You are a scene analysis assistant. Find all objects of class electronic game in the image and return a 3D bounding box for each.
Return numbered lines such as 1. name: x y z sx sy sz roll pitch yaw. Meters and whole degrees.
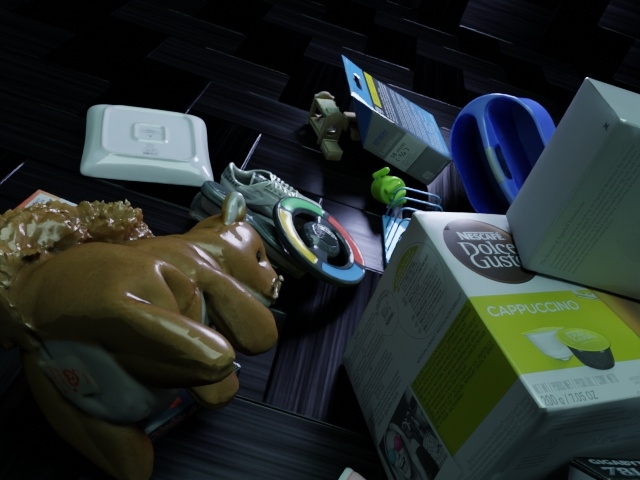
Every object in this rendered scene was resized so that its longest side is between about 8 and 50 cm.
1. electronic game: 0.000 0.000 1.146 0.229 0.048 0.229 33 27 -20

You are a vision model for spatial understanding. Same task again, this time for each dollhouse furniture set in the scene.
1. dollhouse furniture set: 0.073 -0.308 1.563 0.160 0.101 0.182 0 42 -24

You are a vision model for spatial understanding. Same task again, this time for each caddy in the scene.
1. caddy: 0.469 -0.200 1.451 0.179 0.241 0.342 -20 87 -46

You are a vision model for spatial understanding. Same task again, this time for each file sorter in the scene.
1. file sorter: 0.210 -0.023 1.276 0.118 0.105 0.170 13 39 -8

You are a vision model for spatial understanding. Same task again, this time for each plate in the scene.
1. plate: -0.388 -0.229 1.312 0.277 0.045 0.278 4 41 -20

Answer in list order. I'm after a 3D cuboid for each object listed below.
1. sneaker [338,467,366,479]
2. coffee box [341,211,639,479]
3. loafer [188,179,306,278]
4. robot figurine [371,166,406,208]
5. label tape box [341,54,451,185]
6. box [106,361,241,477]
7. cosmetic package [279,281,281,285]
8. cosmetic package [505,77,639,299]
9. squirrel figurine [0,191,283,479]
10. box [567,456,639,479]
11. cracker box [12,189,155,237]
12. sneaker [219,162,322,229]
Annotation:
1. sneaker: 0.035 0.368 0.766 0.070 0.051 0.134 27 34 17
2. coffee box: 0.278 0.187 0.859 0.337 0.338 0.334 1 41 -24
3. loafer: -0.139 -0.007 1.135 0.267 0.084 0.096 40 13 3
4. robot figurine: 0.161 -0.121 1.385 0.067 0.101 0.115 -36 16 -7
5. label tape box: 0.171 -0.318 1.539 0.333 0.106 0.241 26 33 -24
6. box: -0.255 0.205 0.842 0.159 0.044 0.233 38 41 21
7. cosmetic package: -0.130 0.097 1.017 0.115 0.060 0.041 -18 53 -37
8. cosmetic package: 0.402 -0.056 0.753 0.224 0.224 0.138 15 36 -8
9. squirrel figurine: -0.235 0.046 0.779 0.396 0.281 0.370 31 34 4
10. box: 0.428 0.423 0.702 0.295 0.294 0.073 7 1 -15
11. cracker box: -0.421 0.018 0.978 0.232 0.067 0.156 22 39 3
12. sneaker: -0.100 -0.093 1.233 0.234 0.095 0.090 14 36 -12
